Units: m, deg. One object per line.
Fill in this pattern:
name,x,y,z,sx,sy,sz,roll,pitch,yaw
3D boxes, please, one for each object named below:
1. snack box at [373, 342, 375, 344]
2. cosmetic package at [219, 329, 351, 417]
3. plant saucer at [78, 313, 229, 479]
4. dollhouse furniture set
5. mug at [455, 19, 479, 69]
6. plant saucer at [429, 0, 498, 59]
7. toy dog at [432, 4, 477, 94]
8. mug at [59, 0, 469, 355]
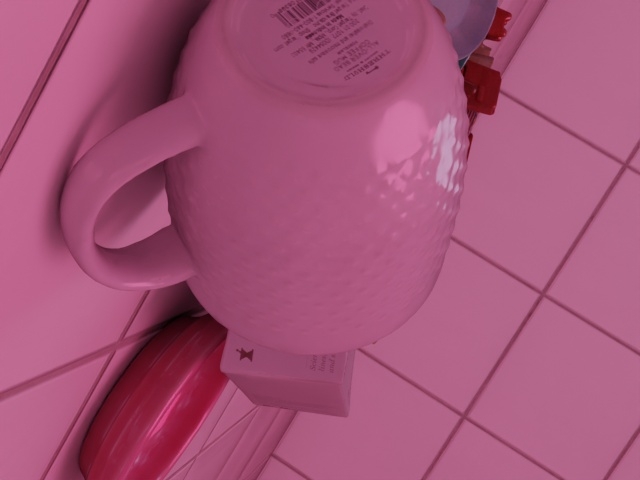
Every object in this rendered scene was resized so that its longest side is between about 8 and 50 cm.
snack box,0.051,0.092,2.135,0.070,0.207,0.174,-54,170,-27
cosmetic package,-0.024,0.108,1.479,0.385,0.156,0.217,83,14,-77
plant saucer,-0.222,0.229,1.505,0.332,0.084,0.332,-55,171,-13
dollhouse furniture set,0.268,-0.338,2.174,0.201,0.152,0.374,110,-2,-53
mug,0.207,-0.344,1.830,0.158,0.097,0.129,-54,170,-25
plant saucer,0.203,-0.377,1.700,0.195,0.037,0.195,-19,118,-41
toy dog,0.109,-0.204,1.532,0.334,0.161,0.220,-53,163,-33
mug,-0.046,-0.068,0.965,0.374,0.276,0.328,-23,154,-15
